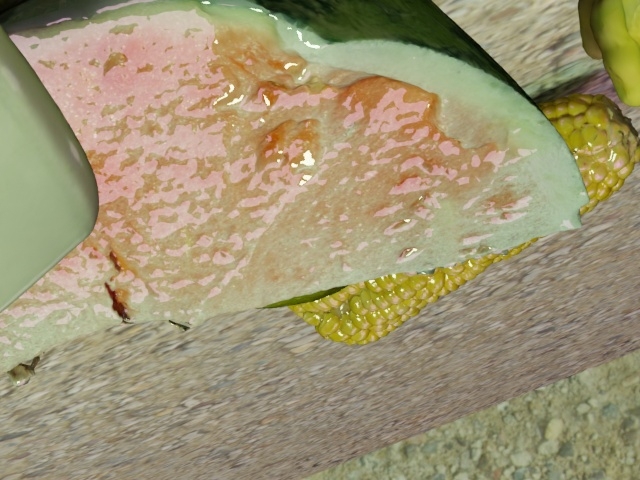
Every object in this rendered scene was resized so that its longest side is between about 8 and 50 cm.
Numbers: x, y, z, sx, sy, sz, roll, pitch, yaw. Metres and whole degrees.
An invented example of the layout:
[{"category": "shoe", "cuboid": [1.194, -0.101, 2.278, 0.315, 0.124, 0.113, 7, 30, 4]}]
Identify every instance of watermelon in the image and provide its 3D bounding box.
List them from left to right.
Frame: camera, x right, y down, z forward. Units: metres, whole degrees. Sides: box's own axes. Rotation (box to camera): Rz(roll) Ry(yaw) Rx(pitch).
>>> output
[{"category": "watermelon", "cuboid": [-0.050, -0.046, 0.660, 0.305, 0.180, 0.224, -12, -171, -4]}]

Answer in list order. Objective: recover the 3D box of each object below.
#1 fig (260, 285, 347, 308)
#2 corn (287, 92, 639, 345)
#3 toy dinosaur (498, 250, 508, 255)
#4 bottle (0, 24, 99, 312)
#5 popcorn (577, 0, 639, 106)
[{"category": "fig", "cuboid": [-0.048, -0.017, 0.912, 0.156, 0.123, 0.123, -18, 170, 39]}, {"category": "corn", "cuboid": [0.095, -0.013, 1.135, 0.292, 0.101, 0.101, -29, 163, 31]}, {"category": "toy dinosaur", "cuboid": [0.000, 0.000, 1.058, 0.242, 0.053, 0.167, 3, 167, -33]}, {"category": "bottle", "cuboid": [-0.243, 0.035, 0.410, 0.352, 0.229, 0.229, -44, 168, -11]}, {"category": "popcorn", "cuboid": [0.221, -0.133, 0.723, 0.235, 0.216, 0.181, -32, -157, -31]}]
